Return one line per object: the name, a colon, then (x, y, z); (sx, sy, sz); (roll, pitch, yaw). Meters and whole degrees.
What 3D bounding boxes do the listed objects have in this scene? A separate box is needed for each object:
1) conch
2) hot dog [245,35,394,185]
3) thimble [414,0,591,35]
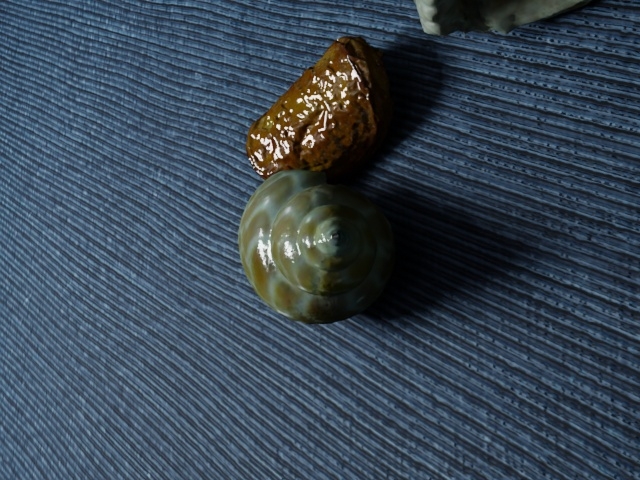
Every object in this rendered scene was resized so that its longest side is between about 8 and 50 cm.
conch: (-0.007, 0.009, 0.714); (0.173, 0.106, 0.116); (22, 122, 44)
hot dog: (0.003, -0.102, 0.768); (0.147, 0.065, 0.099); (-42, 52, 27)
thimble: (0.128, -0.228, 0.615); (0.190, 0.137, 0.143); (-27, 62, 57)
